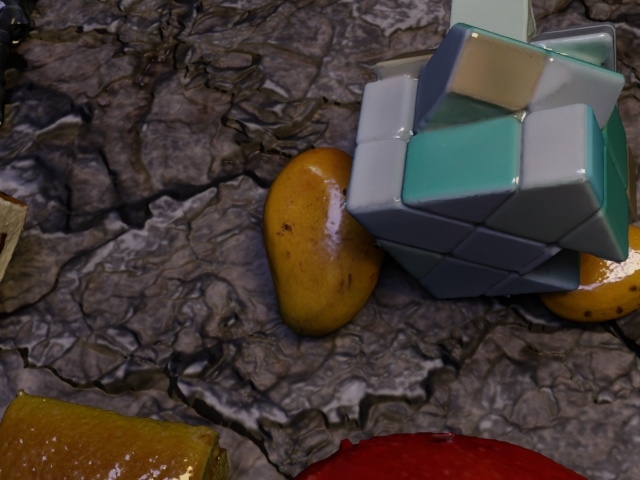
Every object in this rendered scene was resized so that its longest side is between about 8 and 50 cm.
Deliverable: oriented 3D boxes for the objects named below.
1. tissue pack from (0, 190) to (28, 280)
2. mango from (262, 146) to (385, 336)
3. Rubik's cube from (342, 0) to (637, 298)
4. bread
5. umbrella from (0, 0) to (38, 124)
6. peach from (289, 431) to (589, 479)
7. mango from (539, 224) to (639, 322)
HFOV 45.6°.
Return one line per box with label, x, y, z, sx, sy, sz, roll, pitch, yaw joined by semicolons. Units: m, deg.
tissue pack;-0.394;0.004;0.673;0.226;0.092;0.183;24;94;11
mango;0.006;-0.003;0.672;0.115;0.089;0.164;-16;67;13
Rubik's cube;0.136;-0.088;0.615;0.224;0.265;0.212;-5;62;30
bread;-0.165;0.198;0.582;0.172;0.103;0.132;7;65;9
umbrella;-0.360;-0.220;0.822;0.071;0.080;0.224;-16;54;36
peach;0.061;0.288;0.388;0.370;0.370;0.369;-2;64;4
mango;0.243;0.030;0.658;0.114;0.057;0.078;-20;73;-1
